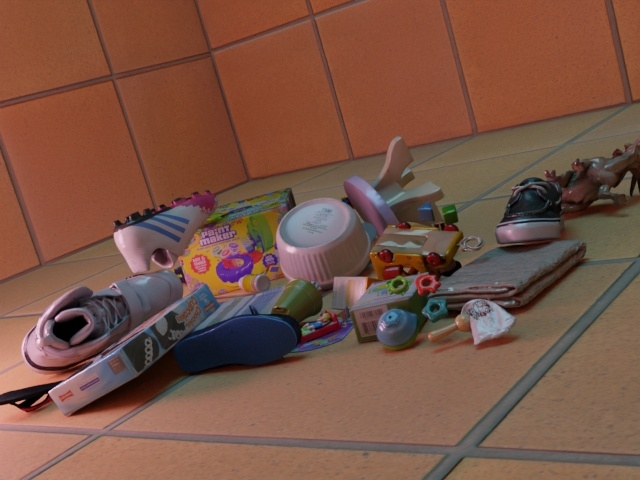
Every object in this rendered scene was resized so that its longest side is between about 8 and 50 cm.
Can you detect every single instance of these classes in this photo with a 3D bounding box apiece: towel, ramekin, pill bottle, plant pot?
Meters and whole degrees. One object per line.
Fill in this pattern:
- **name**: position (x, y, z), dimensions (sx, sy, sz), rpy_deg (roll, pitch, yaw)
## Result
- **towel**: position (-0.154, 0.154, 1.865), dimensions (0.285, 0.034, 0.209), rpy_deg (-14, 12, 22)
- **ramekin**: position (0.000, 0.000, 1.988), dimensions (0.207, 0.109, 0.207), rpy_deg (-12, 40, 10)
- **pill bottle**: position (-0.156, 0.099, 2.119), dimensions (0.043, 0.043, 0.083), rpy_deg (-24, 13, -37)
- **towel**: position (0.325, 0.060, 1.579), dimensions (0.187, 0.049, 0.282), rpy_deg (-6, 13, 42)
- **plant pot**: position (-0.051, 0.125, 1.697), dimensions (0.083, 0.083, 0.079), rpy_deg (-8, 22, 38)

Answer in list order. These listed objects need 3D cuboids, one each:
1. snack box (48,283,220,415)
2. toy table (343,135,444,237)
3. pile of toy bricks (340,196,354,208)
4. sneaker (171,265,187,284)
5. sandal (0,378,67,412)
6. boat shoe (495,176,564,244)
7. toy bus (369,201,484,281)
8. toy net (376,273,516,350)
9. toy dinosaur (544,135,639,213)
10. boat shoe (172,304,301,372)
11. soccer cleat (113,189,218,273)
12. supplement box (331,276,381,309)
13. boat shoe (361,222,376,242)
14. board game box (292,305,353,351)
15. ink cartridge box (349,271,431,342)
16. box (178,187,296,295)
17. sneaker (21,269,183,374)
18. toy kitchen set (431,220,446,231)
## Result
- **snack box**: position (-0.333, 0.195, 1.684), dimensions (0.187, 0.060, 0.322), rpy_deg (-30, 5, 26)
- **toy table**: position (0.180, -0.110, 2.222), dimensions (0.161, 0.252, 0.274), rpy_deg (-32, 36, -6)
- **pile of toy bricks**: position (0.056, -0.041, 2.444), dimensions (0.105, 0.118, 0.212), rpy_deg (10, -22, -31)
- **sneaker**: position (-0.353, 0.087, 2.470), dimensions (0.059, 0.053, 0.144), rpy_deg (-19, 12, -28)
- **sandal**: position (-0.526, 0.294, 1.704), dimensions (0.067, 0.040, 0.179), rpy_deg (-1, 3, 38)
- **boat shoe**: position (0.404, -0.062, 1.764), dimensions (0.121, 0.119, 0.335), rpy_deg (-5, 6, 19)
- **toy bus**: position (0.199, 0.035, 1.723), dimensions (0.191, 0.104, 0.202), rpy_deg (-23, 33, -3)
- **toy net**: position (0.196, 0.114, 1.405), dimensions (0.232, 0.045, 0.122), rpy_deg (2, 52, 32)
- **toy dinosaur**: position (0.583, -0.120, 1.961), dimensions (0.295, 0.127, 0.200), rpy_deg (-24, -4, 38)
- **boat shoe**: position (-0.142, 0.163, 1.595), dimensions (0.258, 0.109, 0.089), rpy_deg (-8, 12, 28)
- **soccer cleat**: position (-0.342, -0.017, 2.096), dimensions (0.116, 0.143, 0.331), rpy_deg (-17, 6, 35)
- **supplement box**: position (0.066, 0.100, 1.701), dimensions (0.036, 0.062, 0.098), rpy_deg (11, -8, -38)
- **boat shoe**: position (0.058, 0.039, 2.092), dimensions (0.183, 0.065, 0.083), rpy_deg (-42, -11, -31)
- **board game box**: position (-0.008, 0.153, 1.639), dimensions (0.133, 0.033, 0.168), rpy_deg (-11, 11, 24)
- **ink cartridge box**: position (0.135, 0.105, 1.586), dimensions (0.109, 0.062, 0.209), rpy_deg (-13, 11, 23)
- **box**: position (-0.195, 0.003, 2.317), dimensions (0.290, 0.177, 0.279), rpy_deg (-15, 11, 4)
- **sneaker**: position (-0.431, 0.154, 1.875), dimensions (0.365, 0.137, 0.210), rpy_deg (-27, -5, -25)
- **toy kitchen set**: position (0.234, 0.007, 1.916), dimensions (0.068, 0.075, 0.083), rpy_deg (-12, 7, 27)
